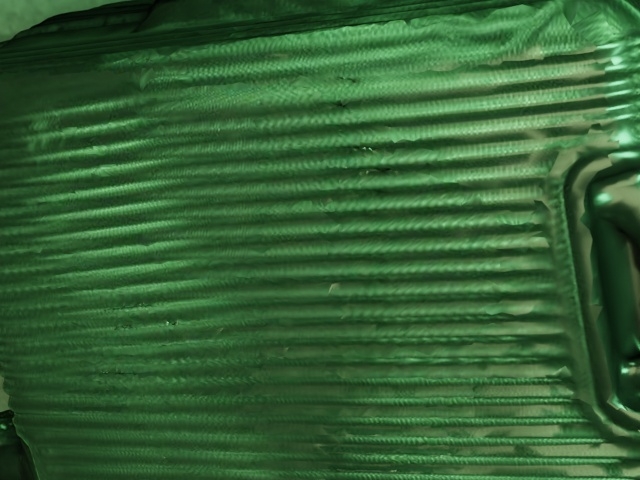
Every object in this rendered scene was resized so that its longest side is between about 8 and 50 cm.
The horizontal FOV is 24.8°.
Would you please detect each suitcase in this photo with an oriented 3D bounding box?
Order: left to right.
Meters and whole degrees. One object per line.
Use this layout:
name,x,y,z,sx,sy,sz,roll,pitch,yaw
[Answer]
suitcase,0.000,0.000,0.540,0.312,0.128,0.202,-3,110,27
